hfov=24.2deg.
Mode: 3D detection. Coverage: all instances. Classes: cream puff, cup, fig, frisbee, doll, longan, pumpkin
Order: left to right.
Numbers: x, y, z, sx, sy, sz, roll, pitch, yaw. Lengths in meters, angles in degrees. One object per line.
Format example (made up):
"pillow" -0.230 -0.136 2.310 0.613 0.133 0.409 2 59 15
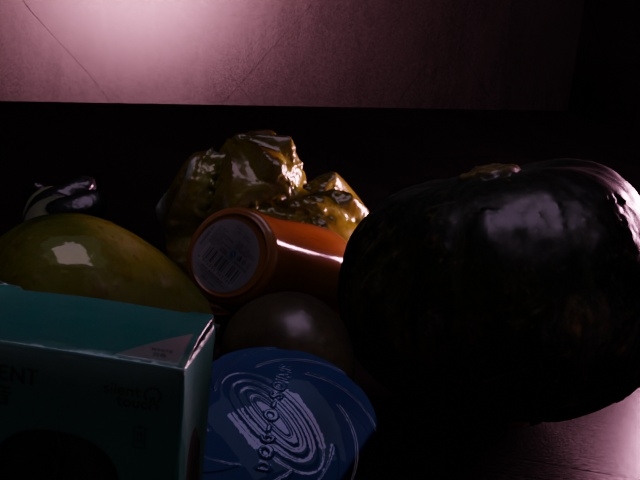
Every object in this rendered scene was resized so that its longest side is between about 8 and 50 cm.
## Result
"doll" -0.416 -0.026 2.407 0.135 0.144 0.234 -4 18 -15
"fig" -0.268 0.105 1.794 0.326 0.258 0.258 19 3 -43
"cup" -0.086 0.051 2.031 0.226 0.182 0.264 -15 -18 21
"frisbee" -0.053 0.205 1.675 0.242 0.045 0.242 2 46 -3
"cream puff" -0.070 -0.034 2.332 0.378 0.276 0.378 8 13 -2
"longan" -0.038 0.149 1.858 0.167 0.167 0.187 0 27 -25
"pumpkin" 0.245 0.071 1.940 0.454 0.344 0.454 -6 4 0

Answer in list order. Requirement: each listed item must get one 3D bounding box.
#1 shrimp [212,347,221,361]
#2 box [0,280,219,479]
"shrimp" -0.118 0.157 2.060 0.038 0.029 0.092 11 11 17
"box" -0.207 0.210 1.266 0.205 0.311 0.118 8 16 4
